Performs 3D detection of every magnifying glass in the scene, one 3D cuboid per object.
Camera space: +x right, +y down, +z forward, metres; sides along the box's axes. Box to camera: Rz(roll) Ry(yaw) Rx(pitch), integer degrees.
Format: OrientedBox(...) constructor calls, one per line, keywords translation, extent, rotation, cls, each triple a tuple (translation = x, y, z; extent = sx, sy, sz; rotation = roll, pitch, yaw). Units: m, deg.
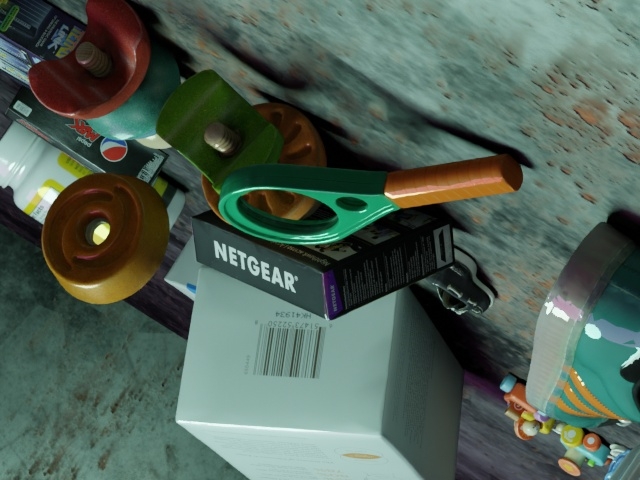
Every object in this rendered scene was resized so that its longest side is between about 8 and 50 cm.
OrientedBox(translation=(0.030, -0.032, 1.240), extent=(0.231, 0.026, 0.092), rotation=(-6, 151, 36), cls="magnifying glass")

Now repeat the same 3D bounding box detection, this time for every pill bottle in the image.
OrientedBox(translation=(-0.266, -0.060, 2.032), extent=(0.208, 0.119, 0.119), rotation=(35, 170, -11), cls="pill bottle")

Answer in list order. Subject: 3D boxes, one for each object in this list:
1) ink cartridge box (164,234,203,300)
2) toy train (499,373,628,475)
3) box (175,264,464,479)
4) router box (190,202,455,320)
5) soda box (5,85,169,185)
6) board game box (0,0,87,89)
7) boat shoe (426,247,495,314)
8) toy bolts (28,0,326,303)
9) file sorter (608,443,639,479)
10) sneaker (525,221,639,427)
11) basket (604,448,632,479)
OrientedBox(translation=(-0.063, 0.076, 2.170), extent=(0.203, 0.086, 0.148), rotation=(38, 169, -26), cls="ink cartridge box")
OrientedBox(translation=(0.249, 0.206, 1.950), extent=(0.166, 0.046, 0.125), rotation=(34, 171, -6), cls="toy train")
OrientedBox(translation=(0.012, 0.162, 1.917), extent=(0.215, 0.168, 0.345), rotation=(2, 160, 16), cls="box")
OrientedBox(translation=(0.000, 0.000, 1.467), extent=(0.179, 0.133, 0.046), rotation=(22, 125, 48), cls="router box")
OrientedBox(translation=(-0.246, -0.110, 1.913), extent=(0.169, 0.053, 0.060), rotation=(34, 170, -9), cls="soda box")
OrientedBox(translation=(-0.267, -0.182, 1.639), extent=(0.141, 0.048, 0.170), rotation=(30, 170, 3), cls="board game box")
OrientedBox(translation=(0.119, 0.042, 1.566), extent=(0.046, 0.038, 0.125), rotation=(29, 170, 21), cls="boat shoe")
OrientedBox(translation=(-0.125, -0.058, 1.428), extent=(0.228, 0.218, 0.158), rotation=(48, -175, 28), cls="toy bolts")
OrientedBox(translation=(0.271, 0.239, 1.272), extent=(0.173, 0.193, 0.278), rotation=(36, 171, 7), cls="file sorter")
OrientedBox(translation=(0.220, 0.090, 1.274), extent=(0.121, 0.108, 0.302), rotation=(34, 170, 17), cls="sneaker")
OrientedBox(translation=(0.306, 0.291, 1.642), extent=(0.289, 0.201, 0.255), rotation=(2, -175, -29), cls="basket")
